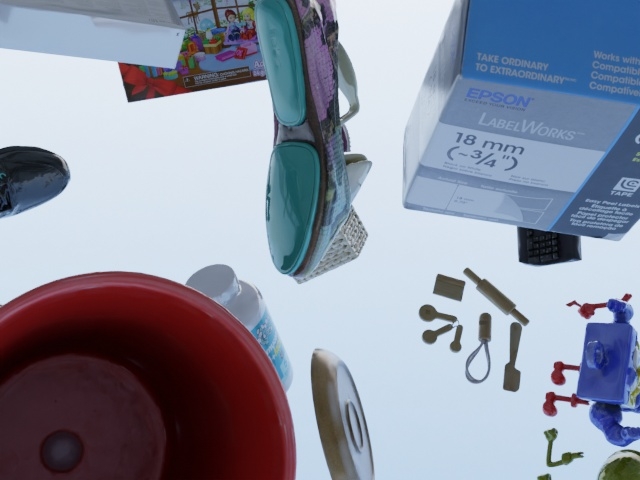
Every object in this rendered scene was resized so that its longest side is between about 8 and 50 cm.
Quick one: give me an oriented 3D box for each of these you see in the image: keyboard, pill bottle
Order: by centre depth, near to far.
[{"bbox_3d":[-0.151,0.169,1.549,0.146,0.264,0.146,-13,-143,10],"label":"pill bottle"},{"bbox_3d":[0.458,-0.110,1.655,0.201,0.033,0.317,-11,-112,34],"label":"keyboard"}]

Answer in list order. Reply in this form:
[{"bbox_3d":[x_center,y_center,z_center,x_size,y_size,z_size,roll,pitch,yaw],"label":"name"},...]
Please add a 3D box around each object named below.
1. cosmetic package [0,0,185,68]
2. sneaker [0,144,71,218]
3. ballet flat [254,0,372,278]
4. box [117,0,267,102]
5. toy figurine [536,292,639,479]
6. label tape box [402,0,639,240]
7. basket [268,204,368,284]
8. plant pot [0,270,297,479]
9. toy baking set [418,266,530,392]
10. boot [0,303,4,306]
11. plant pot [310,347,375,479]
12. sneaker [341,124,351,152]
[{"bbox_3d":[-0.284,-0.255,1.002,0.239,0.060,0.099,2,-140,-28],"label":"cosmetic package"},{"bbox_3d":[-0.453,-0.045,1.140,0.267,0.101,0.106,-17,-145,-17],"label":"sneaker"},{"bbox_3d":[-0.001,-0.083,0.663,0.079,0.222,0.077,-14,-164,-37],"label":"ballet flat"},{"bbox_3d":[-0.145,-0.313,1.209,0.293,0.201,0.057,-9,-155,3],"label":"box"},{"bbox_3d":[0.378,0.209,1.221,0.191,0.217,0.363,5,-111,33],"label":"toy figurine"},{"bbox_3d":[0.224,-0.135,0.799,0.240,0.334,0.106,8,-119,-4],"label":"label tape box"},{"bbox_3d":[0.000,0.000,1.755,0.167,0.103,0.113,-25,-160,29],"label":"basket"},{"bbox_3d":[-0.186,0.173,0.698,0.275,0.275,0.243,-40,-172,-24],"label":"plant pot"},{"bbox_3d":[0.301,0.169,1.683,0.256,0.030,0.197,38,-116,15],"label":"toy baking set"},{"bbox_3d":[-0.523,0.199,1.618,0.208,0.190,0.076,2,-148,26],"label":"boot"},{"bbox_3d":[0.036,0.262,1.229,0.032,0.236,0.236,-15,-139,10],"label":"plant pot"},{"bbox_3d":[0.005,-0.131,1.517,0.069,0.186,0.084,2,-169,36],"label":"sneaker"}]
